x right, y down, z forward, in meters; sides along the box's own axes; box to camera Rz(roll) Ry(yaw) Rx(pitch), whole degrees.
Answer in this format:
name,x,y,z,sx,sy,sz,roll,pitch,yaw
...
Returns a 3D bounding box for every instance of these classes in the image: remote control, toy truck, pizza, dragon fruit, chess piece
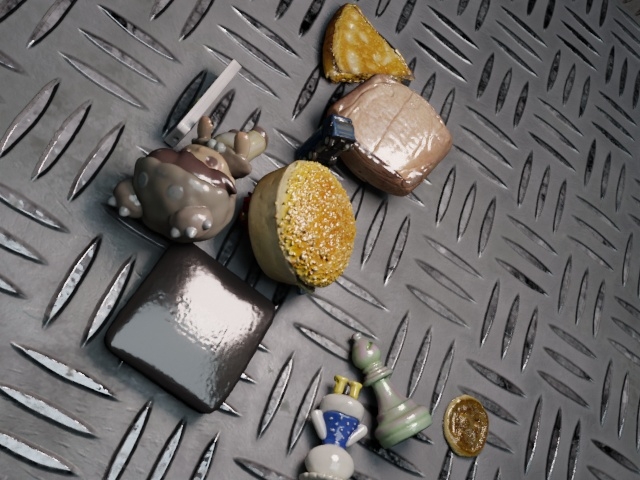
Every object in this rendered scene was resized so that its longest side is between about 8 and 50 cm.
name,x,y,z,sx,sy,sz,roll,pitch,yaw
remote control,-0.271,-0.320,1.567,0.034,0.103,0.250,40,59,-16
toy truck,0.010,-0.232,1.645,0.074,0.202,0.088,10,65,-28
pizza,0.121,-0.548,1.899,0.288,0.074,0.251,0,74,-32
dragon fruit,-0.154,-0.059,1.563,0.068,0.126,0.112,-9,82,11
chess piece,0.145,0.339,1.592,0.139,0.139,0.271,-18,73,-34

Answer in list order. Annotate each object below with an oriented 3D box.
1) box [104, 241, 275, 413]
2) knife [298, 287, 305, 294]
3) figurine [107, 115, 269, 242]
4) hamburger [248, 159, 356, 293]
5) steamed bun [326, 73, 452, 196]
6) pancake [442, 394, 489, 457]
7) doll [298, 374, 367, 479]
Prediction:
name,x,y,z,sx,sy,sz,roll,pitch,yaw
box,-0.267,0.179,1.417,0.289,0.073,0.290,38,59,-14
knife,0.000,0.000,1.674,0.044,0.019,0.313,33,59,-27
figurine,-0.259,-0.137,1.459,0.248,0.203,0.380,23,45,16
hamburger,-0.033,-0.037,1.514,0.302,0.170,0.302,-2,90,-65
steamed bun,0.165,-0.266,1.765,0.301,0.199,0.251,44,73,0
pancake,0.379,0.477,1.732,0.158,0.028,0.158,9,72,-29
doll,0.032,0.446,1.488,0.138,0.119,0.293,22,57,-14
